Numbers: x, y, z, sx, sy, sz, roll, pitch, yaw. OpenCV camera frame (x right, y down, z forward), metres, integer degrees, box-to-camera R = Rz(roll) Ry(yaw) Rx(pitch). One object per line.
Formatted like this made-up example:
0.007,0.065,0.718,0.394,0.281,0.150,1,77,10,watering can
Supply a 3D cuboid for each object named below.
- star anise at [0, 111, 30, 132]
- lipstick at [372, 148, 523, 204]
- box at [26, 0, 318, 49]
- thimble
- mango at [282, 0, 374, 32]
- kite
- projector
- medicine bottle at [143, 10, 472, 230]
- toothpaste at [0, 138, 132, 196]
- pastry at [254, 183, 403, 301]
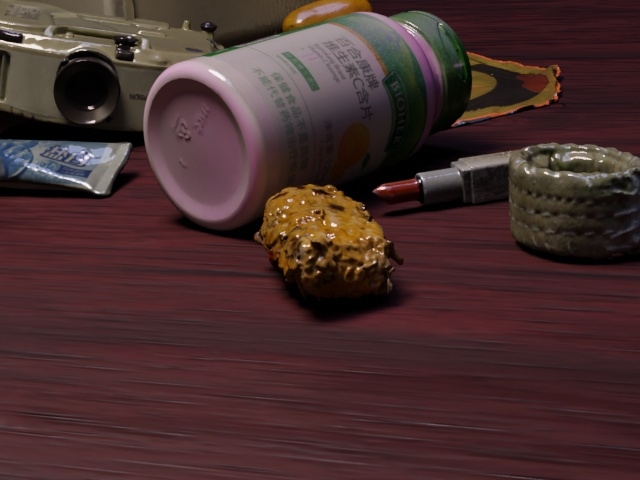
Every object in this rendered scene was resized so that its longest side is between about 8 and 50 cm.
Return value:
-0.355,-0.118,1.417,0.129,0.056,0.124,-13,22,-31,star anise
0.101,-0.044,1.118,0.129,0.030,0.030,-9,20,-12,lipstick
-0.207,-0.312,1.784,0.344,0.177,0.352,-16,21,-38,box
0.177,-0.028,1.002,0.084,0.062,0.110,-19,23,-38,thimble
0.010,-0.250,1.703,0.114,0.060,0.080,-20,21,-29,mango
0.078,-0.151,1.473,0.328,0.013,0.377,-1,20,14,kite
-0.221,-0.169,1.414,0.270,0.088,0.193,6,18,-9,projector
0.000,-0.106,1.175,0.133,0.133,0.274,11,25,40,medicine bottle
-0.297,-0.065,1.275,0.268,0.047,0.069,3,8,13,toothpaste
0.000,0.000,0.980,0.080,0.056,0.140,0,14,-21,pastry
